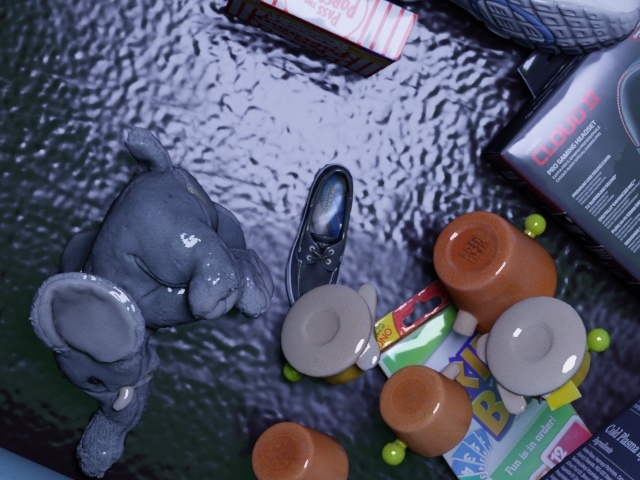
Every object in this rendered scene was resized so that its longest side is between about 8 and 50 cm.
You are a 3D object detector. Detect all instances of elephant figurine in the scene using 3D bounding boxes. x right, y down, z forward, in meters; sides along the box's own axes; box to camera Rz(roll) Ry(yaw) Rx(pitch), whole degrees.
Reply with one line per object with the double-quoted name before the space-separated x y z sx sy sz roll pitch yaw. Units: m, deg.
"elephant figurine" -0.174 0.060 1.595 0.239 0.169 0.186 -34 65 11

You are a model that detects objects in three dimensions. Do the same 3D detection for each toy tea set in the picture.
"toy tea set" 0.086 0.114 1.603 0.336 0.124 0.200 -27 57 14

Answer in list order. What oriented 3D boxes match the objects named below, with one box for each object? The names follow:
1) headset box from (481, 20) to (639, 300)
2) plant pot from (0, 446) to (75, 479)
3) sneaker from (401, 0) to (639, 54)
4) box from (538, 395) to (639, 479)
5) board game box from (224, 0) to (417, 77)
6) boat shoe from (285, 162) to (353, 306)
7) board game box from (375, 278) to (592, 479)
"headset box" 0.303 -0.079 1.648 0.293 0.110 0.218 43 88 -5
"plant pot" -0.290 0.308 1.506 0.334 0.341 0.341 22 89 -13
"sneaker" 0.144 -0.254 1.593 0.297 0.111 0.129 25 79 21
"box" 0.373 0.285 1.556 0.312 0.179 0.343 -40 106 -4
"board game box" -0.004 -0.193 1.577 0.146 0.193 0.045 24 89 -5
"boat shoe" 0.000 0.000 1.656 0.049 0.040 0.142 11 90 -6
"board game box" 0.157 0.157 1.679 0.124 0.039 0.259 -35 91 -4
